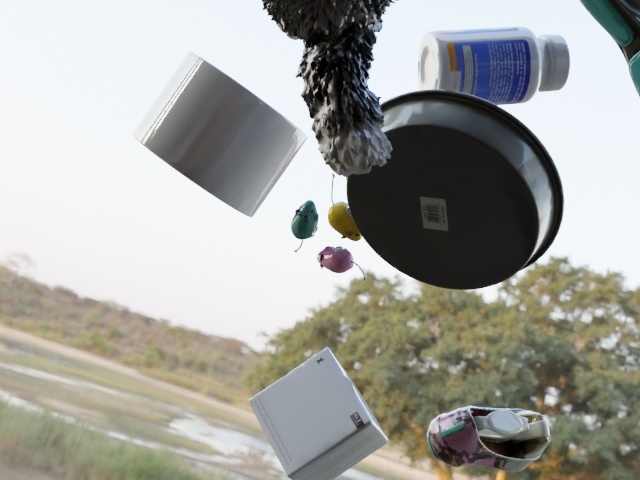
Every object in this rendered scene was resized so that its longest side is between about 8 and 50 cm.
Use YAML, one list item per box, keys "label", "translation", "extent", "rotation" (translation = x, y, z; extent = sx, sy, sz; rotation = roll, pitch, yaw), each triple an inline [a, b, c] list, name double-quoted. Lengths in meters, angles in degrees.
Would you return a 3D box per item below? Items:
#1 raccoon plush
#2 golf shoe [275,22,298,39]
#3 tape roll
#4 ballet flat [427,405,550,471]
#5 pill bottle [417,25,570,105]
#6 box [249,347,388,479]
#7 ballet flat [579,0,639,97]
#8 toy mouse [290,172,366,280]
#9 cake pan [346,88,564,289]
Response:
- label: "raccoon plush"
  translation: [-0.012, -0.321, 0.916]
  extent: [0.216, 0.447, 0.299]
  rotation: [-25, -20, 19]
- label: "golf shoe"
  translation: [-0.031, -0.370, 1.222]
  extent: [0.067, 0.186, 0.086]
  rotation: [9, -24, 14]
- label: "tape roll"
  translation: [-0.165, -0.173, 1.447]
  extent: [0.246, 0.169, 0.246]
  rotation: [35, 2, -1]
- label: "ballet flat"
  translation: [0.211, 0.221, 0.994]
  extent: [0.079, 0.077, 0.221]
  rotation: [-31, -29, 34]
- label: "pill bottle"
  translation: [0.339, -0.339, 1.705]
  extent: [0.271, 0.153, 0.152]
  rotation: [-5, -5, -10]
- label: "box"
  translation: [-0.003, 0.331, 1.599]
  extent: [0.181, 0.181, 0.119]
  rotation: [56, -1, 38]
- label: "ballet flat"
  translation: [0.366, -0.224, 0.970]
  extent: [0.213, 0.068, 0.072]
  rotation: [58, -13, 3]
- label: "toy mouse"
  translation: [0.000, 0.000, 1.255]
  extent: [0.143, 0.031, 0.161]
  rotation: [-21, -78, 42]
- label: "cake pan"
  translation: [0.157, -0.050, 1.110]
  extent: [0.293, 0.054, 0.293]
  rotation: [16, -47, 18]
